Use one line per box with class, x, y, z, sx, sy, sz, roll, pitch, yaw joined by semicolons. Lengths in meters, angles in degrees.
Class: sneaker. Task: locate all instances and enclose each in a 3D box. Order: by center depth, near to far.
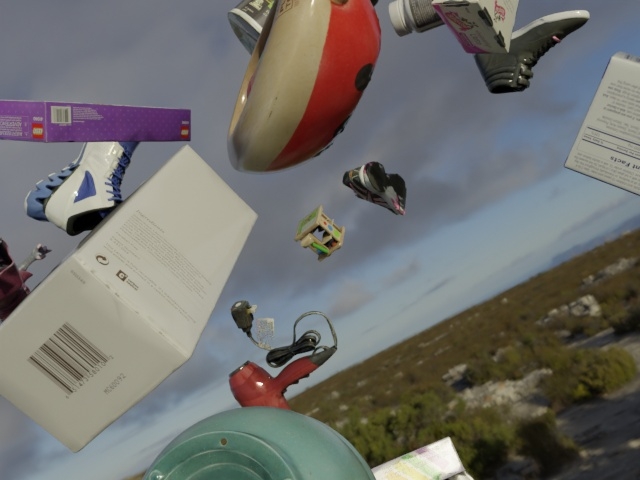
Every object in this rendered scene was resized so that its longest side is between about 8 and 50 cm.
sneaker;0.105;-0.101;1.276;0.077;0.072;0.178;-3;-25;33
sneaker;-0.489;-0.122;1.510;0.315;0.182;0.127;-50;-15;-18
sneaker;0.534;-0.459;1.665;0.296;0.146;0.105;-17;-11;33

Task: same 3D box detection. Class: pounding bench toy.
pounding bench toy;0.000;0.000;1.056;0.052;0.065;0.083;-37;22;29

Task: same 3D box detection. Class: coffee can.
coffee can;-0.037;-0.509;1.465;0.275;0.201;0.201;-44;-8;-6

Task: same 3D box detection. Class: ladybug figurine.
ladybug figurine;-0.029;-0.254;1.055;0.162;0.305;0.449;17;-20;-13

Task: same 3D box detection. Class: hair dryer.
hair dryer;-0.076;0.260;1.223;0.224;0.293;0.080;8;22;33

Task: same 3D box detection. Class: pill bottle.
pill bottle;0.199;-0.424;1.210;0.137;0.078;0.078;-13;-2;26

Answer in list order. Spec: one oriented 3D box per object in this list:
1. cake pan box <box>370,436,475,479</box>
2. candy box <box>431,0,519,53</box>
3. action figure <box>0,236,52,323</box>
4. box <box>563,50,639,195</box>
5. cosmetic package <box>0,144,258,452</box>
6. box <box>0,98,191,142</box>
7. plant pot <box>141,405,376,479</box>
cake pan box;0.176;0.522;1.218;0.267;0.245;0.070;-19;-21;-8
candy box;0.238;-0.407;0.948;0.071;0.233;0.159;9;-7;32
action figure;-0.729;0.135;1.527;0.276;0.248;0.370;-27;-41;-16
box;0.371;-0.129;0.764;0.072;0.126;0.137;-35;-34;-56
cosmetic package;-0.220;0.042;0.804;0.197;0.155;0.365;-40;13;22
box;-0.367;-0.180;1.013;0.201;0.057;0.293;8;11;27
plant pot;-0.081;0.305;0.698;0.293;0.293;0.196;-28;-29;-4
